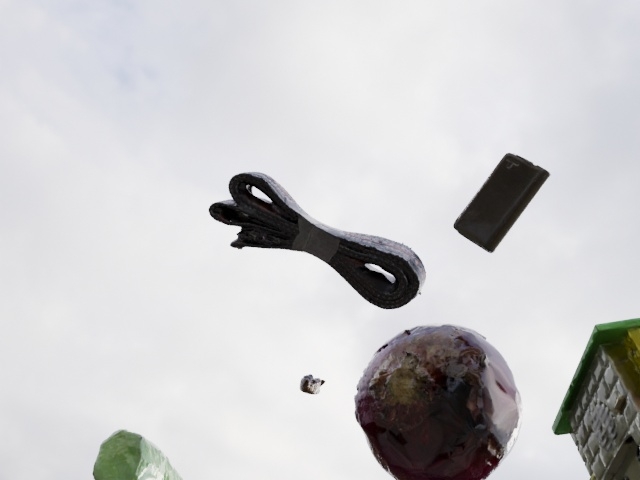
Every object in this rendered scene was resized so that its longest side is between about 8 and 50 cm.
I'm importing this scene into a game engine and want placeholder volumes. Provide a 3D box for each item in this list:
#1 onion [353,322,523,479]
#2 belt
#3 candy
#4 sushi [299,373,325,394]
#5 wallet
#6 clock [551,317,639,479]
[{"bbox_3d":[0.267,0.357,1.661,0.348,0.347,0.385,-2,-28,37],"label":"onion"},{"bbox_3d":[0.000,0.000,1.288,0.360,0.126,0.094,23,8,7],"label":"belt"},{"bbox_3d":[-0.339,0.506,1.632,0.132,0.142,0.343,18,-32,30],"label":"candy"},{"bbox_3d":[-0.024,0.342,1.930,0.050,0.047,0.099,20,1,17],"label":"sushi"},{"bbox_3d":[0.364,-0.078,1.629,0.110,0.198,0.031,37,0,37],"label":"wallet"},{"bbox_3d":[0.383,0.253,0.914,0.106,0.255,0.219,-6,-45,-9],"label":"clock"}]
